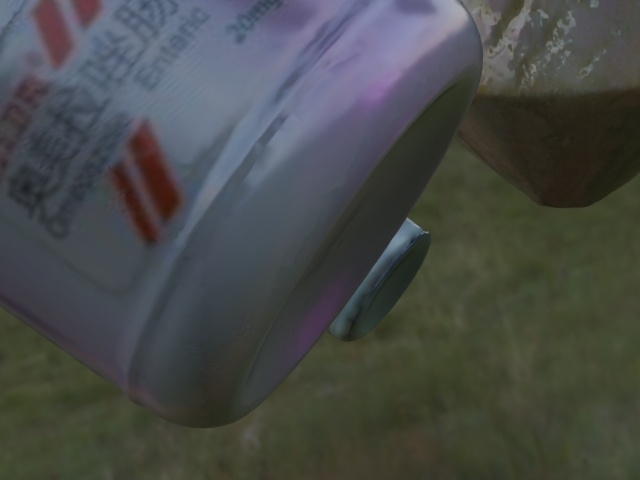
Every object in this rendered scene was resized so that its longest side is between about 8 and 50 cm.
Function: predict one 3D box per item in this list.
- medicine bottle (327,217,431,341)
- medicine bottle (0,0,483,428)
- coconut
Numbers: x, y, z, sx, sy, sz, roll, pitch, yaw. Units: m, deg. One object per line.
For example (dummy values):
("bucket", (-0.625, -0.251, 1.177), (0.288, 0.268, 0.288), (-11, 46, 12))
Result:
("medicine bottle", (0.000, 0.000, 1.795), (0.135, 0.168, 0.135), (-49, -15, -18))
("medicine bottle", (-0.104, -0.083, 0.896), (0.241, 0.302, 0.241), (-53, -9, -13))
("coconut", (0.244, -0.235, 1.926), (0.345, 0.415, 0.415), (-5, 3, -23))
